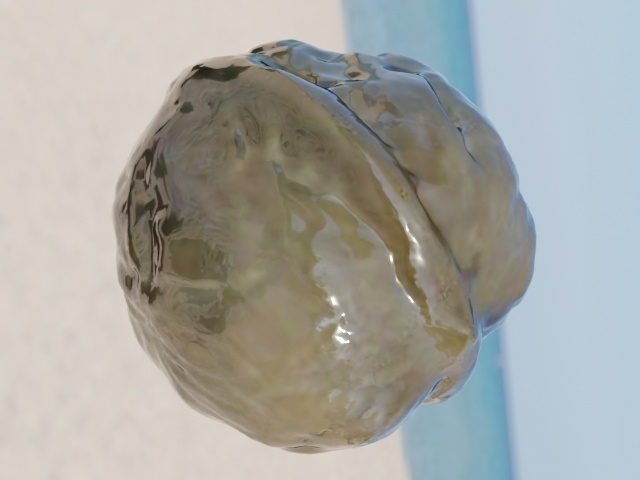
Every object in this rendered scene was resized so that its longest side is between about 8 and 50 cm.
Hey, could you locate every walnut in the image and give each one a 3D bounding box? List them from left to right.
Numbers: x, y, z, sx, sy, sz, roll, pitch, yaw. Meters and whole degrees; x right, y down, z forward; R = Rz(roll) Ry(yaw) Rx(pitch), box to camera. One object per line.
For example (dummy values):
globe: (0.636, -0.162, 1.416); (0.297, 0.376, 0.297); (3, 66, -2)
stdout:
walnut: (0.000, 0.000, 0.997); (0.224, 0.224, 0.224); (-5, 90, -85)
